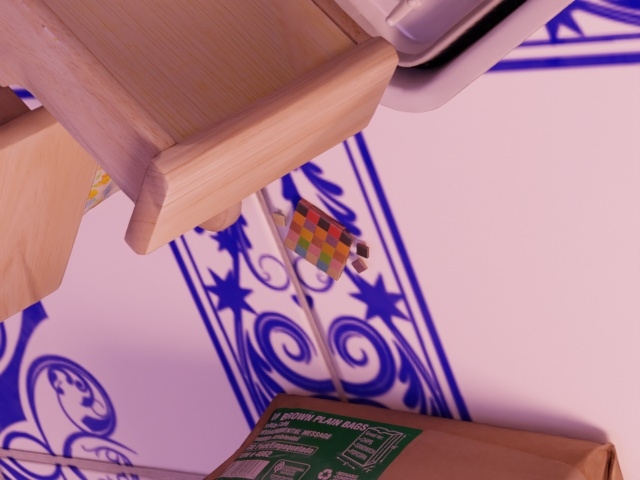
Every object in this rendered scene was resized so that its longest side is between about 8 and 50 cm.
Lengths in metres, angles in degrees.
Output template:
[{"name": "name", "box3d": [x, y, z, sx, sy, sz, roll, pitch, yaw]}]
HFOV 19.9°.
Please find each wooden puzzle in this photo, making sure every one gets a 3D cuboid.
[{"name": "wooden puzzle", "box3d": [0.000, 0.000, 1.331, 0.083, 0.006, 0.049, 35, 139, 13]}]

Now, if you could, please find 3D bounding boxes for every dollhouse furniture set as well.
[{"name": "dollhouse furniture set", "box3d": [-0.152, -0.039, 1.115, 0.256, 0.362, 0.394, 46, 143, 17]}]

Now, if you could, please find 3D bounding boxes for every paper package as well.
[{"name": "paper package", "box3d": [0.085, 0.291, 1.378, 0.324, 0.168, 0.310, 5, 124, 39]}]

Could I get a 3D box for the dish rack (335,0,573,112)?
[{"name": "dish rack", "box3d": [0.027, -0.257, 1.042, 0.333, 0.072, 0.285, 49, 139, -3]}]
